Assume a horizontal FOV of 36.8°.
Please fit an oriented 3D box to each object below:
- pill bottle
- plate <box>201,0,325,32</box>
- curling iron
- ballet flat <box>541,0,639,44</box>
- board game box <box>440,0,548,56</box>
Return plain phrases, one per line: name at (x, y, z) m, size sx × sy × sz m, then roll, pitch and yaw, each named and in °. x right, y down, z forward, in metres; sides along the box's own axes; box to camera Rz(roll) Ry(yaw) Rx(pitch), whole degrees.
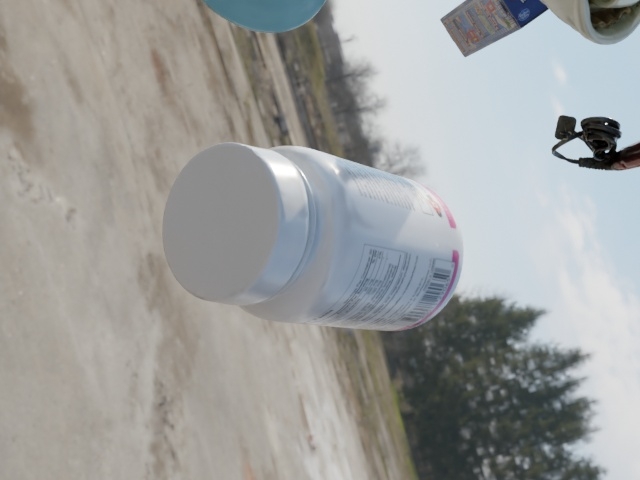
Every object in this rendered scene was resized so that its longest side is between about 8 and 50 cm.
pill bottle at (0.000, 0.000, 0.901) m, size 0.283 × 0.160 × 0.160 m, roll 12°, pitch 57°, yaw -52°
plate at (-0.056, -0.281, 0.864) m, size 0.024 × 0.188 × 0.188 m, roll -10°, pitch -82°, yaw 54°
curling iron at (0.232, -0.070, 0.643) m, size 0.274 × 0.068 × 0.035 m, roll -171°, pitch -86°, yaw -79°
ballet flat at (0.262, -0.290, 0.649) m, size 0.400 × 0.139 × 0.139 m, roll 112°, pitch -31°, yaw -54°
board game box at (0.229, -0.282, 1.090) m, size 0.060 × 0.194 × 0.194 m, roll 56°, pitch -19°, yaw -7°
